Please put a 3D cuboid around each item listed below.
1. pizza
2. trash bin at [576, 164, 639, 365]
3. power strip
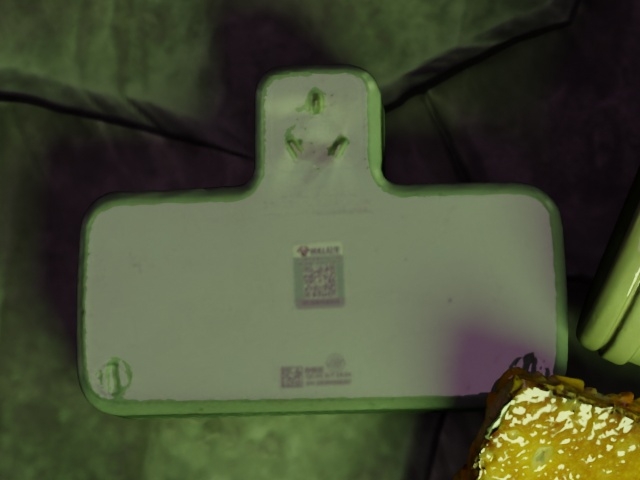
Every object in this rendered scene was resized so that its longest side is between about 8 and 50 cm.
[{"bbox_3d":[0.115,0.112,0.668,0.178,0.041,0.131,-37,120,9],"label":"pizza"},{"bbox_3d":[0.289,-0.011,0.674,0.247,0.121,0.243,22,80,6],"label":"trash bin"},{"bbox_3d":[0.000,0.000,0.724,0.265,0.059,0.193,-1,81,5],"label":"power strip"}]
